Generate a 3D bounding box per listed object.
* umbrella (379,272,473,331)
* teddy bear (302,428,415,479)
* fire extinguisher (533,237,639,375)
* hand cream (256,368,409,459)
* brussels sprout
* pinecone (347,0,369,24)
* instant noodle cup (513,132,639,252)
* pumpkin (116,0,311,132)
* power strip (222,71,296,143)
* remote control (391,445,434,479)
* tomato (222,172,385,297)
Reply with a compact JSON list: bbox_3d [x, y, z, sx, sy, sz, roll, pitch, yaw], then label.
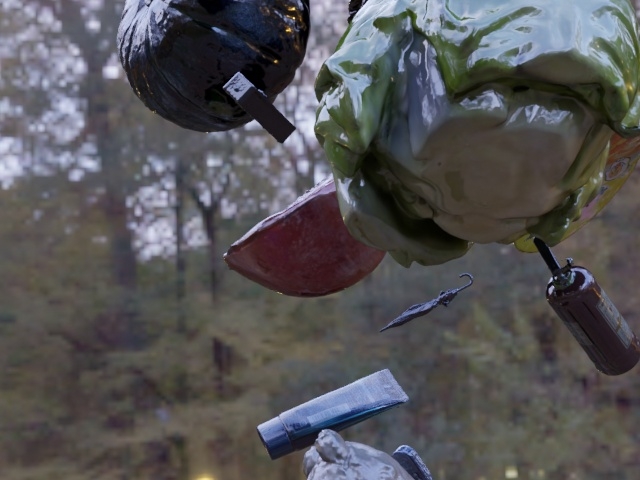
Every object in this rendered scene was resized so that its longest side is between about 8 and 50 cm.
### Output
[{"bbox_3d":[0.120,0.074,1.602,0.122,0.022,0.013,-33,-17,-6],"label":"umbrella"},{"bbox_3d":[0.058,0.330,1.660,0.151,0.236,0.267,-36,-21,4],"label":"teddy bear"},{"bbox_3d":[0.350,0.083,1.930,0.071,0.099,0.231,-34,-55,10],"label":"fire extinguisher"},{"bbox_3d":[0.020,0.312,2.591,0.271,0.061,0.120,-24,27,-7],"label":"hand cream"},{"bbox_3d":[0.206,-0.195,1.857,0.426,0.361,0.342,-14,-55,11],"label":"brussels sprout"},{"bbox_3d":[0.158,-0.424,2.559,0.244,0.257,0.243,-20,-28,-11],"label":"pinecone"},{"bbox_3d":[0.328,-0.137,2.171,0.264,0.200,0.264,-32,-28,-20],"label":"instant noodle cup"},{"bbox_3d":[-0.183,-0.360,2.422,0.266,0.363,0.363,18,-21,-36],"label":"pumpkin"},{"bbox_3d":[-0.066,-0.145,1.573,0.029,0.038,0.111,-47,-32,2],"label":"power strip"},{"bbox_3d":[0.152,0.357,2.033,0.043,0.152,0.027,-27,8,35],"label":"remote control"},{"bbox_3d":[0.006,0.002,2.288,0.309,0.170,0.309,-37,0,0],"label":"tomato"}]
